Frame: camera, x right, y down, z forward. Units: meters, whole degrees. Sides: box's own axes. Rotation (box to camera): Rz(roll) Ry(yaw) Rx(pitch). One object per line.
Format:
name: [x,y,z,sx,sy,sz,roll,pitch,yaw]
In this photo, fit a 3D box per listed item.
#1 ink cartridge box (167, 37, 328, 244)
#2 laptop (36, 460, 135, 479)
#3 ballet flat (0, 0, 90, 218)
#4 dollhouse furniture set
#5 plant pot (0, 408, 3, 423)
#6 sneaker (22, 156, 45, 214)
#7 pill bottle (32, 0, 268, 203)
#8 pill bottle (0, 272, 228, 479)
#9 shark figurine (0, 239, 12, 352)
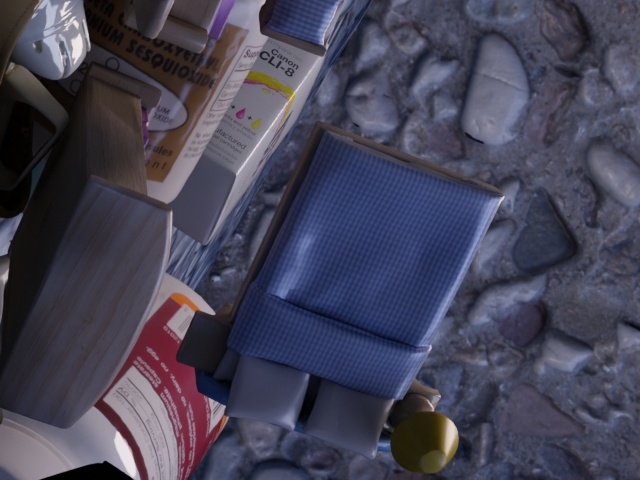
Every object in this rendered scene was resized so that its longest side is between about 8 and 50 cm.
ink cartridge box: [-0.098,-0.117,1.480,0.176,0.128,0.127,-57,178,-34]
laptop: [-0.274,0.292,0.906,0.382,0.236,0.408,161,-53,-78]
ballet flat: [-0.166,-0.101,0.947,0.080,0.073,0.232,-53,175,-44]
dollhouse furniture set: [0.000,0.000,0.962,0.286,0.303,0.198,-63,-162,19]
plant pot: [-0.254,0.069,0.942,0.095,0.134,0.134,-29,166,-22]
sneaker: [-0.121,-0.121,1.272,0.256,0.094,0.151,-53,-178,-35]
pill bottle: [-0.097,-0.148,1.064,0.229,0.131,0.131,-59,177,17]
pill bottle: [-0.232,0.183,1.470,0.224,0.224,0.392,-59,177,24]
shark figurine: [-0.201,0.055,1.194,0.166,0.116,0.278,-26,175,-14]
